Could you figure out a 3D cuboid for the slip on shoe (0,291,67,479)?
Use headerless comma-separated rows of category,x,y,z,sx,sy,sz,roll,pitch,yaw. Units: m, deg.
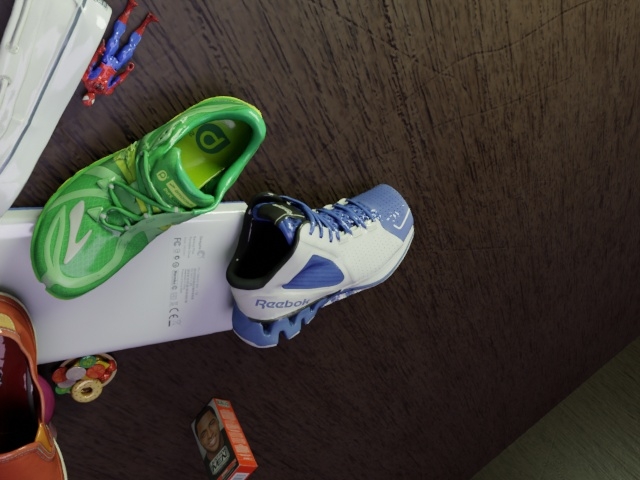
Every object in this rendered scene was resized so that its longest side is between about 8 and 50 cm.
slip on shoe,-0.340,0.220,0.490,0.123,0.101,0.331,-6,102,-32

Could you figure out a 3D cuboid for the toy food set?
toy food set,-0.335,0.192,0.664,0.083,0.020,0.082,-41,134,-1

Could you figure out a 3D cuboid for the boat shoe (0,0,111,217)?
boat shoe,-0.291,-0.126,0.427,0.084,0.095,0.258,27,93,-39

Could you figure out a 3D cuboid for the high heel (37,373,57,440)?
high heel,-0.506,0.258,0.518,0.377,0.127,0.181,-24,146,-36

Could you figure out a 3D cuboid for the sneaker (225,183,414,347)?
sneaker,-0.001,0.001,0.641,0.315,0.127,0.182,-35,143,-19

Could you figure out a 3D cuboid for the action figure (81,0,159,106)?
action figure,-0.210,-0.185,0.473,0.038,0.030,0.115,26,107,-48

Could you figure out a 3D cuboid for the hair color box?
hair color box,-0.169,0.352,0.805,0.072,0.141,0.043,-51,133,8

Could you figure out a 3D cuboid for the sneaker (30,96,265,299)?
sneaker,-0.179,-0.058,0.491,0.295,0.123,0.109,-45,115,-13

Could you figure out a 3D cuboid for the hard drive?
hard drive,-0.257,0.053,0.602,0.318,0.040,0.210,-5,123,-31
